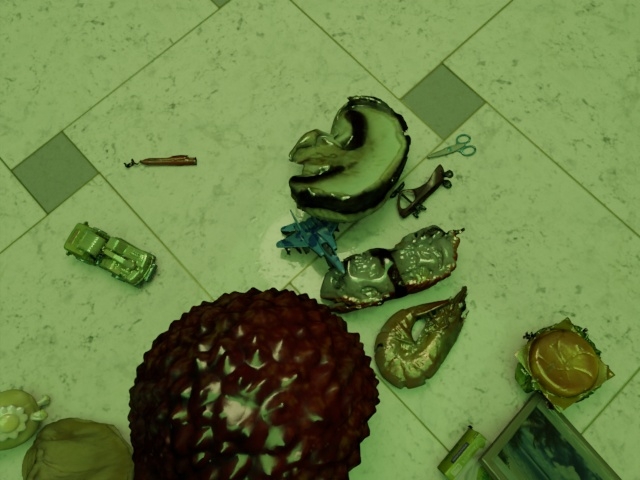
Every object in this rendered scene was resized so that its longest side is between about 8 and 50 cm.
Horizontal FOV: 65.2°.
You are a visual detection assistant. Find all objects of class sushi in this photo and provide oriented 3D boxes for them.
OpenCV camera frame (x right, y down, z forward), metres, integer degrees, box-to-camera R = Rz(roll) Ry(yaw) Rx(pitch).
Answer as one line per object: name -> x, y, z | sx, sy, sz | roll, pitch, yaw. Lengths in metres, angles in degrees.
sushi -> 0.149, 0.062, 1.060 | 0.333, 0.124, 0.129 | -17, 85, -2

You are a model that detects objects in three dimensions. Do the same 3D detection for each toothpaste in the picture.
toothpaste -> 0.386, 0.519, 0.972 | 0.327, 0.077, 0.110 | 42, 79, 10

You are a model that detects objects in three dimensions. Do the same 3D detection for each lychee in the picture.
lychee -> -0.129, 0.299, 0.848 | 0.500, 0.424, 0.424 | -32, 77, -33

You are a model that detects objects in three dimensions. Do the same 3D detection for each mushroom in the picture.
mushroom -> 0.060, -0.165, 1.084 | 0.248, 0.129, 0.344 | 11, 52, 9

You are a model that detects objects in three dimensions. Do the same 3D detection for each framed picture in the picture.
framed picture -> 0.472, 0.474, 0.950 | 0.232, 0.024, 0.315 | -30, 71, -35

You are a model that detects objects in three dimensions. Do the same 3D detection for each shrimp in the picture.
shrimp -> 0.223, 0.192, 1.065 | 0.145, 0.061, 0.267 | 42, 82, 19

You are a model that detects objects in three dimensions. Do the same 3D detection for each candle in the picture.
candle -> -0.376, -0.186, 1.177 | 0.168, 0.021, 0.026 | -2, 97, -1

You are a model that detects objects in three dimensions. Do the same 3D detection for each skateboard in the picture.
skateboard -> 0.227, -0.116, 1.140 | 0.151, 0.067, 0.080 | -43, 71, -5

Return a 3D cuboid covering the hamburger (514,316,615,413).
hamburger -> 0.485, 0.255, 1.025 | 0.190, 0.093, 0.163 | -18, 69, -6

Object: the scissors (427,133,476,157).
scissors -> 0.308, -0.214, 1.183 | 0.119, 0.014, 0.058 | -19, 76, -8

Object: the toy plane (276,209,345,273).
toy plane -> 0.002, 0.006, 1.047 | 0.169, 0.078, 0.246 | -28, 44, -8

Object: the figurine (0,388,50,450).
figurine -> -0.731, 0.410, 0.979 | 0.395, 0.227, 0.274 | -18, 108, -15

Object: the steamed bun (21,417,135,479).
steamed bun -> -0.387, 0.464, 0.873 | 0.248, 0.428, 0.189 | 1, 94, -30

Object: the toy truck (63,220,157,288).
toy truck -> -0.454, 0.029, 1.076 | 0.191, 0.116, 0.085 | 25, 76, 6
